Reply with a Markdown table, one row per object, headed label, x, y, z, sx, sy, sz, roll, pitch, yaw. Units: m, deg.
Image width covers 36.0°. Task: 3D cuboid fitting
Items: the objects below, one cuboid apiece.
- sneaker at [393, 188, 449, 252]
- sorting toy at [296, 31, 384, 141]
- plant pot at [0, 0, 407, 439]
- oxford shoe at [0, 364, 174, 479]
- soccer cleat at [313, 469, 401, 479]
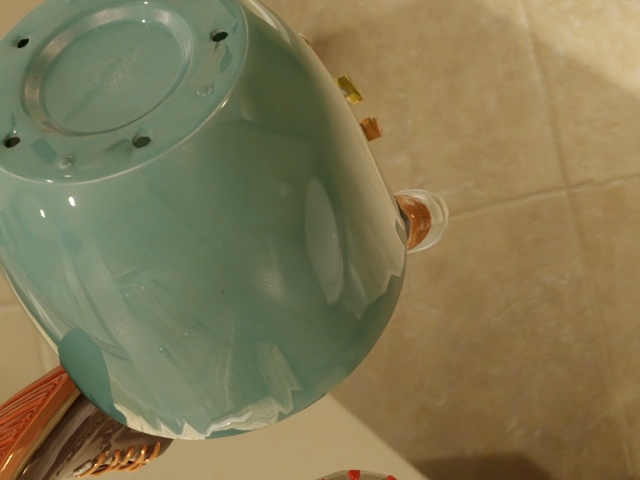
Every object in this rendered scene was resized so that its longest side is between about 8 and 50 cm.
| label | x | y | z | sx | sy | sz | roll | pitch | yaw |
| --- | --- | --- | --- | --- | --- | --- | --- | --- | --- |
| sneaker | 0.000 | 0.000 | 1.175 | 0.290 | 0.123 | 0.105 | -19 | 86 | 24 |
| sorting toy | -0.008 | -0.186 | 1.356 | 0.041 | 0.307 | 0.229 | -24 | 93 | 34 |
| plant pot | -0.104 | -0.044 | 0.687 | 0.293 | 0.235 | 0.292 | -8 | 54 | 12 |
| oxford shoe | -0.189 | 0.156 | 0.857 | 0.130 | 0.363 | 0.132 | -29 | 103 | 32 |
| soccer cleat | -0.009 | 0.248 | 0.864 | 0.076 | 0.196 | 0.068 | 101 | 158 | -51 |
